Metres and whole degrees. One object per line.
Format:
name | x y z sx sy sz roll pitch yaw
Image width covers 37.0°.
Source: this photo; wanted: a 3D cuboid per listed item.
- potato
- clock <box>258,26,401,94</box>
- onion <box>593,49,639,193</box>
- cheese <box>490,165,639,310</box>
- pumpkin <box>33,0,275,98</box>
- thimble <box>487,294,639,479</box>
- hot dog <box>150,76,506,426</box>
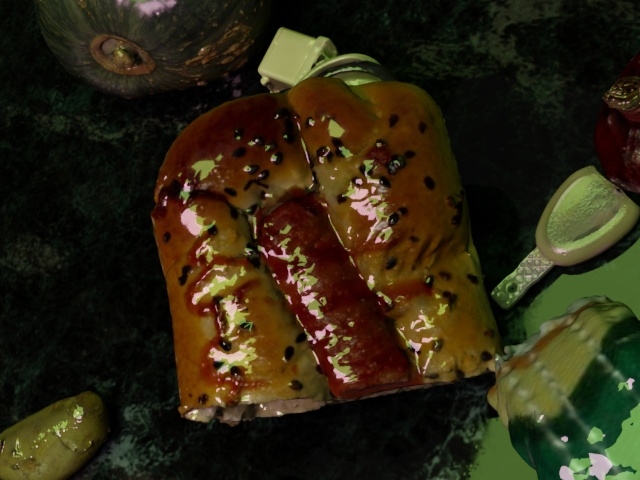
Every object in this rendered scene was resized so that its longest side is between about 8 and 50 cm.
potato | -0.360 0.271 1.290 0.188 0.085 0.105 -37 99 12
clock | -0.038 -0.075 1.237 0.276 0.120 0.379 27 81 25
onion | 0.366 -0.128 1.003 0.135 0.198 0.173 27 103 25
cheese | 0.271 0.006 1.093 0.192 0.037 0.097 -46 57 6
pumpkin | -0.216 -0.335 1.318 0.327 0.291 0.257 3 65 18
thimble | 0.290 0.192 0.889 0.167 0.254 0.288 -40 57 8
hot dog | 0.000 0.000 1.062 0.367 0.196 0.365 -10 79 -1
